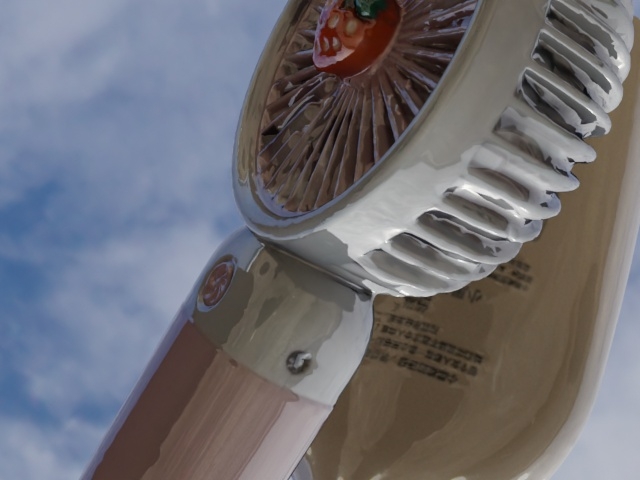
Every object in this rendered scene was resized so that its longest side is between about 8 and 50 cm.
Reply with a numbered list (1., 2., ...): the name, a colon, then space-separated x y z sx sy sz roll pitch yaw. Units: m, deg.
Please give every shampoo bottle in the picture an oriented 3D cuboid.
1. shampoo bottle: 0.055 0.023 0.706 0.127 0.078 0.257 17 -114 23

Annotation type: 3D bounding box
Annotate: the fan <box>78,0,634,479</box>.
1. fan: 0.000 0.000 0.541 0.244 0.074 0.130 -59 -153 6
